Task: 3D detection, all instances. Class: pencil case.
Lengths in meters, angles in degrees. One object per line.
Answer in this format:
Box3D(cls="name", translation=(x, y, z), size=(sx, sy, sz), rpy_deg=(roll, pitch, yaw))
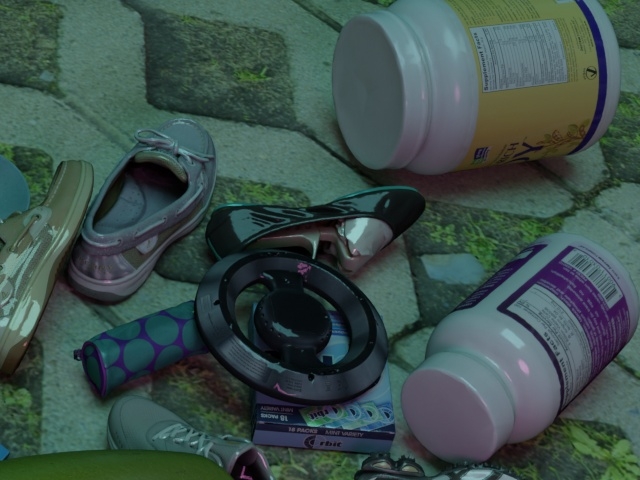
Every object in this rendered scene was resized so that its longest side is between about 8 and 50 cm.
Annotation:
Box3D(cls="pencil case", translation=(-0.193, 0.119, 1.756), size=(0.151, 0.070, 0.064), rpy_deg=(-21, 55, -34))

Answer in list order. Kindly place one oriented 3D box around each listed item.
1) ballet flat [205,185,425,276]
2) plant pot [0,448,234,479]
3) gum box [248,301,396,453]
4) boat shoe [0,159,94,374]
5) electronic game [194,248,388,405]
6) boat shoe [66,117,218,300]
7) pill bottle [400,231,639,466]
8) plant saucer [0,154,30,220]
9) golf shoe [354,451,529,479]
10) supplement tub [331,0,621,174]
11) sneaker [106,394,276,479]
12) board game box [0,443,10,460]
Box3D(cls="ballet flat", translation=(0.000, 0.000, 1.940), size=(0.280, 0.095, 0.096), rpy_deg=(-7, 55, -9))
Box3D(cls="plant pot", translation=(-0.200, 0.300, 1.439), size=(0.274, 0.275, 0.293), rpy_deg=(38, 30, 23))
Box3D(cls="gum box", translation=(-0.001, 0.155, 1.797), size=(0.156, 0.041, 0.184), rpy_deg=(6, 41, -10))
Box3D(cls="boat shoe", translation=(-0.337, 0.011, 1.788), size=(0.098, 0.109, 0.302), rpy_deg=(23, 49, -9))
Box3D(cls="electronic game", translation=(-0.032, 0.095, 1.784), size=(0.229, 0.048, 0.229), rpy_deg=(15, 40, -13))
Box3D(cls="boat shoe", translation=(-0.208, -0.058, 1.921), size=(0.118, 0.103, 0.320), rpy_deg=(24, 42, 9))
Box3D(cls="pill bottle", translation=(0.225, 0.126, 1.803), size=(0.169, 0.169, 0.301), rpy_deg=(35, 45, 21))
Box3D(cls="plant saucer", translation=(-0.445, -0.045, 1.886), size=(0.194, 0.037, 0.195), rpy_deg=(8, 42, -7))
Box3D(cls="golf shoe", translation=(0.133, 0.285, 1.682), size=(0.198, 0.077, 0.094), rpy_deg=(5, 53, -2))
Box3D(cls="supplement tub", translation=(0.207, -0.215, 2.117), size=(0.331, 0.241, 0.241), rpy_deg=(-10, 47, -25))
Box3D(cls="sneaker", translation=(-0.112, 0.227, 1.624), size=(0.262, 0.121, 0.099), rpy_deg=(36, 45, 22))
Box3D(cls="board game box", translation=(-0.498, 0.195, 1.525), size=(0.316, 0.064, 0.242), rpy_deg=(38, 44, 2))
